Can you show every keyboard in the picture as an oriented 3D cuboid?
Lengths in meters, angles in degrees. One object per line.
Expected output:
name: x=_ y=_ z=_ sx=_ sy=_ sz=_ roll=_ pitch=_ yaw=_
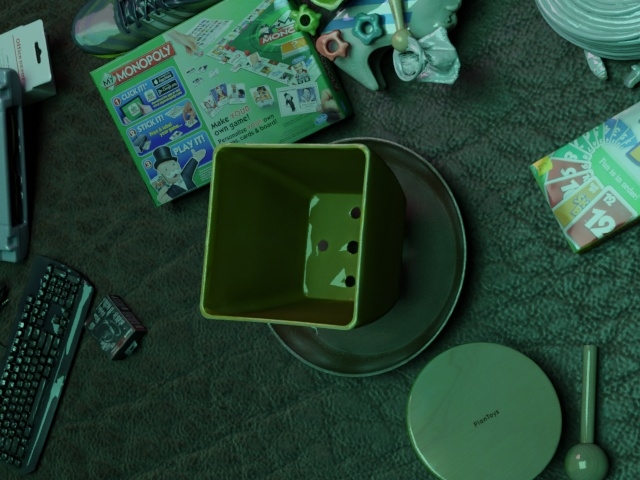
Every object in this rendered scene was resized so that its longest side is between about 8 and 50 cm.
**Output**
keyboard: x=-0.462 y=0.173 z=1.979 sx=0.202 sy=0.033 sz=0.317 roll=21 pitch=94 yaw=28

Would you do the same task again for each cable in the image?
cable: x=0.366 y=-0.345 z=1.552 sx=0.257 sy=0.089 sz=0.257 roll=-42 pitch=68 yaw=19

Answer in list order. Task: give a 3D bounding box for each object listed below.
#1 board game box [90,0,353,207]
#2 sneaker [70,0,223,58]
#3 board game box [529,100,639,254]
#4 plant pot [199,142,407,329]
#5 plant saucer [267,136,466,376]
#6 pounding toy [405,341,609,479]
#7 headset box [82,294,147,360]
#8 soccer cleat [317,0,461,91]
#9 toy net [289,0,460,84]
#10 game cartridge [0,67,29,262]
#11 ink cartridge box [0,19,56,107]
board game box: x=-0.138 y=-0.202 z=1.794 sx=0.317 sy=0.046 sz=0.213 roll=-23 pitch=95 yaw=24
sneaker: x=-0.218 y=-0.342 z=1.811 sx=0.300 sy=0.121 sz=0.111 roll=-23 pitch=86 yaw=11
board game box: x=0.388 y=-0.099 z=1.550 sx=0.259 sy=0.039 sz=0.124 roll=-31 pitch=72 yaw=20
plant pot: x=0.000 y=0.000 z=1.605 sx=0.212 sy=0.187 sz=0.212 roll=3 pitch=86 yaw=29
plant saucer: x=0.053 y=0.022 z=1.707 sx=0.311 sy=0.050 sz=0.310 roll=-3 pitch=84 yaw=27
pounding toy: x=0.218 y=0.222 z=1.585 sx=0.237 sy=0.110 sz=0.182 roll=-2 pitch=71 yaw=-1
headset box: x=-0.295 y=0.129 z=1.892 sx=0.083 sy=0.032 sz=0.062 roll=46 pitch=107 yaw=23
soccer cleat: x=0.147 y=-0.324 z=1.668 sx=0.331 sy=0.116 sz=0.143 roll=-41 pitch=81 yaw=23
toy net: x=0.064 y=-0.253 z=1.625 sx=0.232 sy=0.045 sz=0.122 roll=38 pitch=110 yaw=14
game cartridge: x=-0.538 y=-0.121 z=1.995 sx=0.196 sy=0.060 sz=0.294 roll=7 pitch=106 yaw=23
ink cartridge box: x=-0.469 y=-0.259 z=2.008 sx=0.180 sy=0.060 sz=0.104 roll=-16 pitch=79 yaw=26
